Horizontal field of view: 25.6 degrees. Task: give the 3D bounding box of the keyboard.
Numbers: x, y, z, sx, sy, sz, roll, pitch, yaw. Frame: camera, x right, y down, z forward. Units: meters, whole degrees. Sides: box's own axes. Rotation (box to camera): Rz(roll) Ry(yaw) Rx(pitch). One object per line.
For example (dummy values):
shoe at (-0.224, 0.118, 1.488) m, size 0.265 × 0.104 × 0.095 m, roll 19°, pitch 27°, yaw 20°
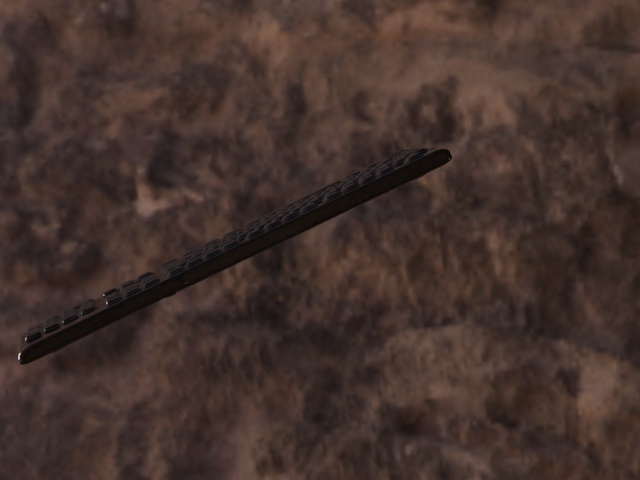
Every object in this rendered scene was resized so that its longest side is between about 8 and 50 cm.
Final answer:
keyboard at (-0.004, -0.013, 0.853) m, size 0.381 × 0.041 × 0.103 m, roll -19°, pitch -173°, yaw -10°
